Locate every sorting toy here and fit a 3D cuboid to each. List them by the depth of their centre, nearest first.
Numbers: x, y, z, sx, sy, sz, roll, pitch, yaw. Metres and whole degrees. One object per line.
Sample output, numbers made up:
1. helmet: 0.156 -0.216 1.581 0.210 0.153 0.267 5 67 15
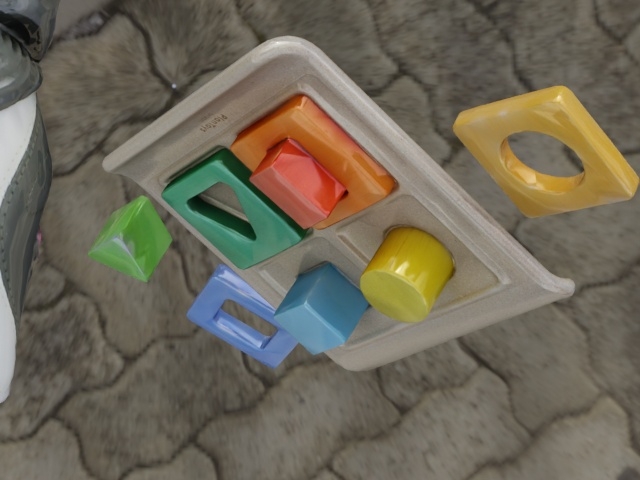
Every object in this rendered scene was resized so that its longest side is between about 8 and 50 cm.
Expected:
1. sorting toy: 0.000 0.000 0.794 0.196 0.347 0.047 39 56 -17

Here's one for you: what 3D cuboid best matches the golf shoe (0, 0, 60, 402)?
1. golf shoe: -0.151 -0.006 0.473 0.105 0.273 0.120 -6 86 -25
